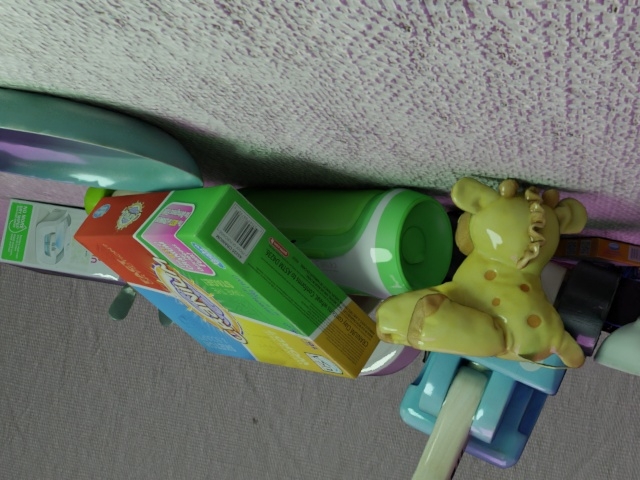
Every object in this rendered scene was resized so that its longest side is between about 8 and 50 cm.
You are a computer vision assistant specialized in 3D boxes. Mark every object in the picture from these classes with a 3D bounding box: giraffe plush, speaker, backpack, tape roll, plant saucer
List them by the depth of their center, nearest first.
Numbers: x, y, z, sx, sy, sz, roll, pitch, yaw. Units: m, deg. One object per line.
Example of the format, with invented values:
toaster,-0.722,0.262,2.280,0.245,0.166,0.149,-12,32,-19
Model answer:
plant saucer,-0.268,-0.097,0.965,0.317,0.044,0.317,8,175,1
giraffe plush,0.170,0.028,0.970,0.181,0.171,0.210,11,175,-41
speaker,0.000,0.000,1.146,0.296,0.131,0.131,3,173,41
backpack,0.448,0.081,1.393,0.158,0.117,0.173,10,-177,-11
tape roll,0.098,0.169,2.132,0.246,0.246,0.169,6,175,20

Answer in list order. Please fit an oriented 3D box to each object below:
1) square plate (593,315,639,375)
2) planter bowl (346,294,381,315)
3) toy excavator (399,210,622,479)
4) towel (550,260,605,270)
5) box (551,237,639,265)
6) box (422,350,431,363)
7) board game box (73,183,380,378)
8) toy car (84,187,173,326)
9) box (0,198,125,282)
square plate,0.474,0.066,0.990,0.343,0.049,0.347,-17,178,-1
planter bowl,0.026,0.022,1.311,0.109,0.162,0.162,35,-173,25
toy excavator,0.169,0.205,1.163,0.222,0.445,0.433,21,177,16
towel,0.328,0.047,1.637,0.237,0.037,0.329,10,175,-26
box,0.355,0.016,1.328,0.081,0.028,0.136,10,176,-26
box,0.267,0.125,1.515,0.207,0.153,0.108,7,176,7
board game box,-0.112,0.045,1.101,0.242,0.064,0.316,44,157,-25
toy car,-0.246,0.024,1.404,0.155,0.189,0.149,6,174,18
box,-0.450,0.010,1.901,0.231,0.127,0.262,9,174,3
